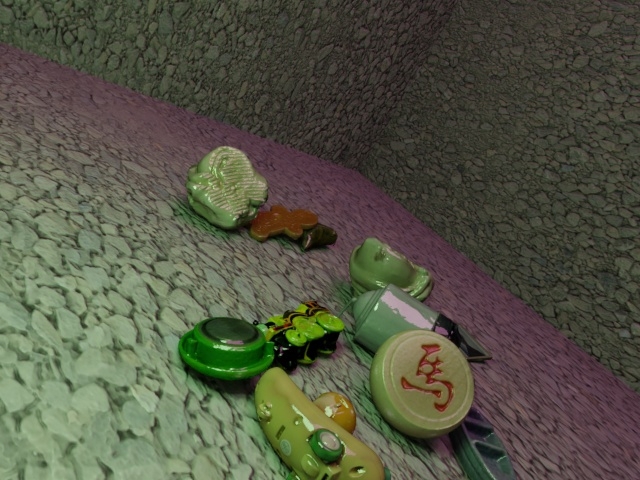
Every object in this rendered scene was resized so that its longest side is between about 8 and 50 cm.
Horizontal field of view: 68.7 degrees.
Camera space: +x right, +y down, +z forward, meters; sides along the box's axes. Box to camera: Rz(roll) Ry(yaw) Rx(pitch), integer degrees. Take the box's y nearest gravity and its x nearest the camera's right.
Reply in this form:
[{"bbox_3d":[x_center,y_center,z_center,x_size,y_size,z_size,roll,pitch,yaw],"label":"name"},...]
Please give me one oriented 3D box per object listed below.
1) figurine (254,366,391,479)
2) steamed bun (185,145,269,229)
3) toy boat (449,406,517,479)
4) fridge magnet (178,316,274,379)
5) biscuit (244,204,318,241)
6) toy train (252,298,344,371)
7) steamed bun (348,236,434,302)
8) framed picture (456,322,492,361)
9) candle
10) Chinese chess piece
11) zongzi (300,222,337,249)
[{"bbox_3d":[-0.003,0.373,0.934,0.222,0.124,0.324,7,26,-50],"label":"figurine"},{"bbox_3d":[-0.348,-0.174,1.670,0.280,0.207,0.268,44,54,-19],"label":"steamed bun"},{"bbox_3d":[0.413,0.540,1.196,0.127,0.078,0.283,26,19,-15],"label":"toy boat"},{"bbox_3d":[-0.202,0.231,1.020,0.208,0.088,0.208,12,12,-3],"label":"fridge magnet"},{"bbox_3d":[-0.151,-0.066,1.837,0.324,0.049,0.205,-14,44,-34],"label":"biscuit"},{"bbox_3d":[-0.058,0.242,1.224,0.160,0.101,0.296,32,18,28],"label":"toy train"},{"bbox_3d":[0.230,0.155,1.644,0.309,0.219,0.324,32,-7,-3],"label":"steamed bun"},{"bbox_3d":[0.560,0.397,1.844,0.150,0.015,0.203,6,29,-31],"label":"framed picture"},{"bbox_3d":[0.231,0.261,1.415,0.342,0.221,0.221,33,19,8],"label":"candle"},{"bbox_3d":[0.255,0.357,1.188,0.273,0.102,0.273,6,59,-10],"label":"Chinese chess piece"},{"bbox_3d":[0.002,0.002,1.935,0.204,0.094,0.204,21,25,-25],"label":"zongzi"}]
